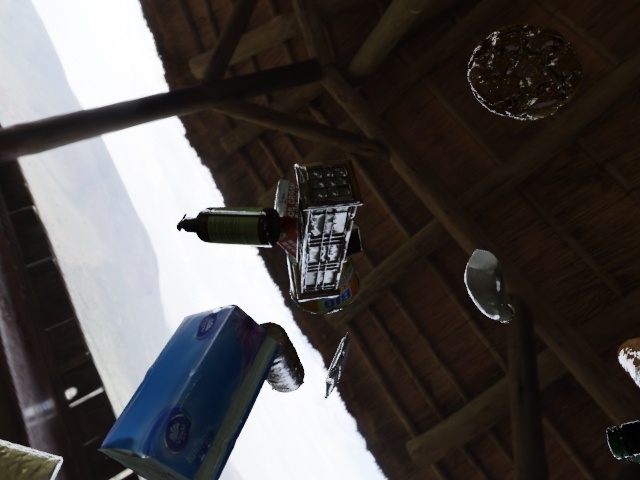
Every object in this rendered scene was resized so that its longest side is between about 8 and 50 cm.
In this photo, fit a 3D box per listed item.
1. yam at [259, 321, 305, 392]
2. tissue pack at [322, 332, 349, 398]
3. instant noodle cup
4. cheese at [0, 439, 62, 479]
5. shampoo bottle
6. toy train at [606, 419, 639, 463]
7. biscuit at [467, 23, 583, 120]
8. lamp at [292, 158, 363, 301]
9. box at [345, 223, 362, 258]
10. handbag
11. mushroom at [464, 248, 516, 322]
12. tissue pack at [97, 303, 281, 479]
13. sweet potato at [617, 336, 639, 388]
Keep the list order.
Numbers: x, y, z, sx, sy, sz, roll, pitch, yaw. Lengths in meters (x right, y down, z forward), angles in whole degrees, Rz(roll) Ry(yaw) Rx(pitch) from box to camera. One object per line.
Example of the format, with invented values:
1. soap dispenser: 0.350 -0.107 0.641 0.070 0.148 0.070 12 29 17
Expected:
1. yam: -0.123 0.336 1.204 0.131 0.131 0.280 48 -16 33
2. tissue pack: 0.043 0.330 1.105 0.026 0.122 0.193 21 -34 13
3. instant noodle cup: 0.000 0.100 1.627 0.296 0.296 0.214 40 -27 43
4. cheese: -0.611 0.454 0.840 0.167 0.094 0.123 27 -25 -16
5. shampoo bottle: -0.250 -0.039 1.125 0.283 0.101 0.101 2 -55 16
6. toy train: 0.594 0.362 0.742 0.170 0.071 0.111 32 -49 -24
7. biscuit: 0.405 -0.341 0.851 0.226 0.226 0.042 54 -2 22
8. lamp: 0.000 0.000 0.746 0.325 0.089 0.090 98 -17 -57
9. box: 0.068 0.003 1.155 0.035 0.079 0.083 39 -35 59
10. handbag: -0.047 -0.048 1.334 0.151 0.171 0.298 -23 -48 30
11. mushroom: 0.506 0.160 1.278 0.103 0.118 0.270 11 -43 52
12. tissue pack: -0.214 0.258 0.725 0.198 0.263 0.146 -20 -59 41
13. sweet potato: 0.505 0.215 0.504 0.385 0.109 0.109 -122 -167 -73
